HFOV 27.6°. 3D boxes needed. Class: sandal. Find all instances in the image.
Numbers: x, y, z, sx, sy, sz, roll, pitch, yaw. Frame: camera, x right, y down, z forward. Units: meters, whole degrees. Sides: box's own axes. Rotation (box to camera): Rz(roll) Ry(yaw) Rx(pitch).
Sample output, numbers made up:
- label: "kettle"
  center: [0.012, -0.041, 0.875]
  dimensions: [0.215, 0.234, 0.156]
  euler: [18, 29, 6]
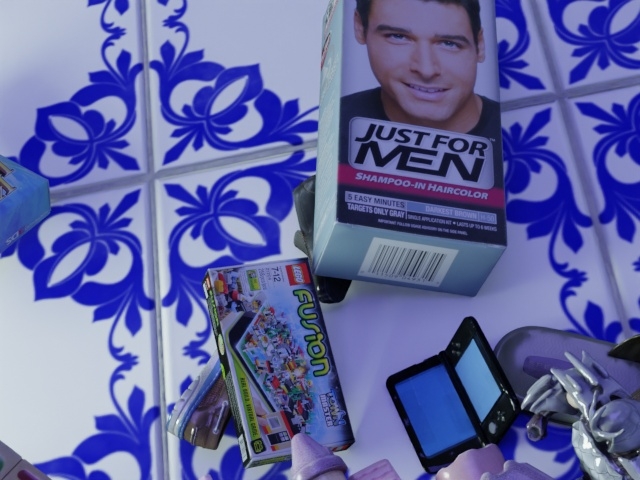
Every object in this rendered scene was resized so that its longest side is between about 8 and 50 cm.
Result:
- label: "sandal"
  center: [0.313, 0.142, 1.281]
  dimensions: [0.302, 0.086, 0.120]
  euler: [7, 59, 16]

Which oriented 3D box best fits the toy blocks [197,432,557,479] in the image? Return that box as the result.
- label: "toy blocks"
  center: [0.049, 0.259, 1.123]
  dimensions: [0.288, 0.309, 0.260]
  euler: [-25, 62, -6]

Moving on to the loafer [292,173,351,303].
- label: "loafer"
  center: [0.000, 0.000, 1.465]
  dimensions: [0.061, 0.062, 0.170]
  euler: [-20, 50, 27]

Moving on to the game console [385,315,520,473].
- label: "game console"
  center: [0.132, 0.155, 1.323]
  dimensions: [0.071, 0.107, 0.122]
  euler: [-5, 51, -26]

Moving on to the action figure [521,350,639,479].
- label: "action figure"
  center: [0.249, 0.210, 1.129]
  dimensions: [0.099, 0.285, 0.185]
  euler: [-20, 55, -1]

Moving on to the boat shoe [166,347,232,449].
- label: "boat shoe"
  center: [-0.086, 0.144, 1.383]
  dimensions: [0.066, 0.066, 0.183]
  euler: [30, 67, 12]

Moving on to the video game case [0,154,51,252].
- label: "video game case"
  center: [-0.495, -0.033, 1.518]
  dimensions: [0.244, 0.061, 0.269]
  euler: [28, 48, 18]

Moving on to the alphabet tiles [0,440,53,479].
- label: "alphabet tiles"
  center: [-0.329, 0.335, 1.233]
  dimensions: [0.342, 0.011, 0.285]
  euler: [35, 48, 8]

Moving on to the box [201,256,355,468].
- label: "box"
  center: [-0.045, 0.123, 1.347]
  dimensions: [0.114, 0.036, 0.207]
  euler: [-8, 68, -20]

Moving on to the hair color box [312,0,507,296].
- label: "hair color box"
  center: [0.097, -0.133, 1.459]
  dimensions: [0.185, 0.113, 0.374]
  euler: [8, 56, -9]
